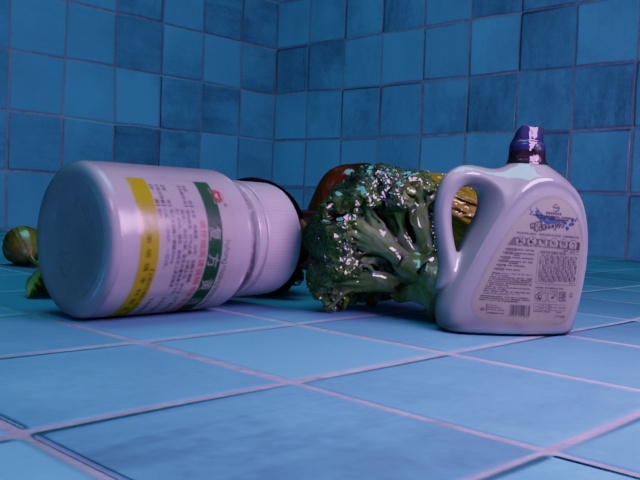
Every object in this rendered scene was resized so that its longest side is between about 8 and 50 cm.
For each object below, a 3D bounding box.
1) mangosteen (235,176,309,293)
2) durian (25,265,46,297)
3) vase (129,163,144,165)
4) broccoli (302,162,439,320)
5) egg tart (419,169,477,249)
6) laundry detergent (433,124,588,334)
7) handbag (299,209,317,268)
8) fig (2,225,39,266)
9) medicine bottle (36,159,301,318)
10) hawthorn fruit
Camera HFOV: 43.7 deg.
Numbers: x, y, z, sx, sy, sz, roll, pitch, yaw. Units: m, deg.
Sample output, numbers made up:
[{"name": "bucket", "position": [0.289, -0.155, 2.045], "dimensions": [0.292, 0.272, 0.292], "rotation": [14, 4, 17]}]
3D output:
[{"name": "mangosteen", "position": [-0.107, 0.008, 1.417], "dimensions": [0.211, 0.211, 0.250], "rotation": [0, 34, -42]}, {"name": "durian", "position": [-0.391, 0.011, 1.395], "dimensions": [0.169, 0.157, 0.355], "rotation": [-14, 2, 1]}, {"name": "vase", "position": [-0.485, -0.046, 1.857], "dimensions": [0.245, 0.245, 0.291], "rotation": [1, -2, -34]}, {"name": "broccoli", "position": [0.103, 0.016, 1.217], "dimensions": [0.270, 0.270, 0.270], "rotation": [-1, 37, -48]}, {"name": "egg tart", "position": [0.189, -0.026, 1.463], "dimensions": [0.345, 0.132, 0.345], "rotation": [8, -29, 5]}, {"name": "laundry detergent", "position": [0.256, -0.016, 1.085], "dimensions": [0.215, 0.280, 0.105], "rotation": [1, 4, -10]}, {"name": "handbag", "position": [0.000, 0.000, 1.994], "dimensions": [0.225, 0.146, 0.135], "rotation": [8, 2, 44]}, {"name": "fig", "position": [-0.640, 0.014, 1.749], "dimensions": [0.093, 0.093, 0.166], "rotation": [1, 4, -35]}, {"name": "medicine bottle", "position": [-0.205, -0.002, 1.149], "dimensions": [0.208, 0.208, 0.340], "rotation": [5, 4, 44]}, {"name": "hawthorn fruit", "position": [0.099, -0.072, 2.187], "dimensions": [0.295, 0.295, 0.311], "rotation": [1, 3, -30]}]
